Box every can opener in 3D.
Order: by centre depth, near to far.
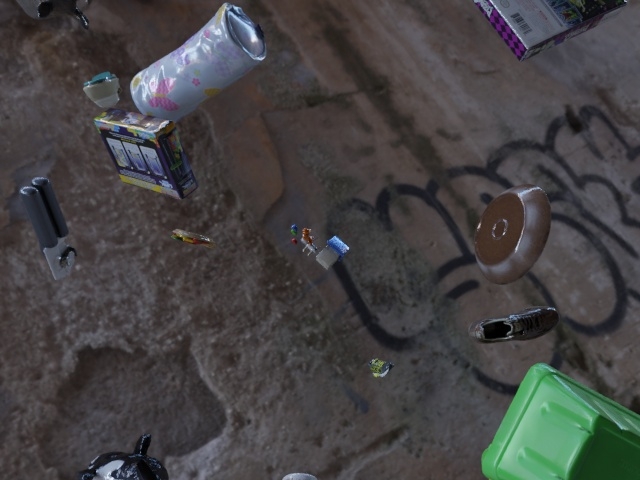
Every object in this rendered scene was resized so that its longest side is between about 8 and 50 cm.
[{"bbox_3d":[-0.628,-0.022,1.498,0.280,0.093,0.074,93,-162,-44],"label":"can opener"}]

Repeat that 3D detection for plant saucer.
[{"bbox_3d":[0.345,-0.016,1.221,0.036,0.198,0.198,17,-37,-21],"label":"plant saucer"}]

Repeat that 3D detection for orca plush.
[{"bbox_3d":[-0.329,0.379,1.131,0.151,0.102,0.287,20,-26,-17],"label":"orca plush"}]

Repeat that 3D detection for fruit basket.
[{"bbox_3d":[0.486,0.426,1.306,0.282,0.392,0.392,-62,-12,-3],"label":"fruit basket"}]

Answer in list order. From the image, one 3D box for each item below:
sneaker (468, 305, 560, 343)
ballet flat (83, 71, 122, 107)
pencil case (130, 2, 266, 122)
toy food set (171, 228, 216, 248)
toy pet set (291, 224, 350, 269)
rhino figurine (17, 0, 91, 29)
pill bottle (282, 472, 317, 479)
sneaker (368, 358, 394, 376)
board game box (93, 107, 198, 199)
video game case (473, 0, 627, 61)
[{"bbox_3d":[0.396,0.177,1.315,0.189,0.066,0.071,-13,-1,0],"label":"sneaker"},{"bbox_3d":[-0.534,-0.373,1.637,0.086,0.086,0.248,-33,22,1],"label":"ballet flat"},{"bbox_3d":[-0.235,-0.327,1.239,0.273,0.124,0.113,-28,9,27],"label":"pencil case"},{"bbox_3d":[-0.240,-0.004,1.233,0.083,0.083,0.020,25,-99,-85],"label":"toy food set"},{"bbox_3d":[0.000,0.000,1.383,0.065,0.114,0.122,-47,-7,-12],"label":"toy pet set"},{"bbox_3d":[-0.294,-0.290,0.686,0.073,0.243,0.106,5,-61,-53],"label":"rhino figurine"},{"bbox_3d":[-0.038,0.479,1.151,0.067,0.120,0.067,1,-42,1],"label":"pill bottle"},{"bbox_3d":[0.120,0.258,1.339,0.031,0.035,0.083,-41,-1,-28],"label":"sneaker"},{"bbox_3d":[-0.312,-0.157,1.175,0.048,0.170,0.141,-48,-40,-33],"label":"board game box"},{"bbox_3d":[0.353,-0.429,1.087,0.210,0.232,0.042,-28,-16,-14],"label":"video game case"}]
